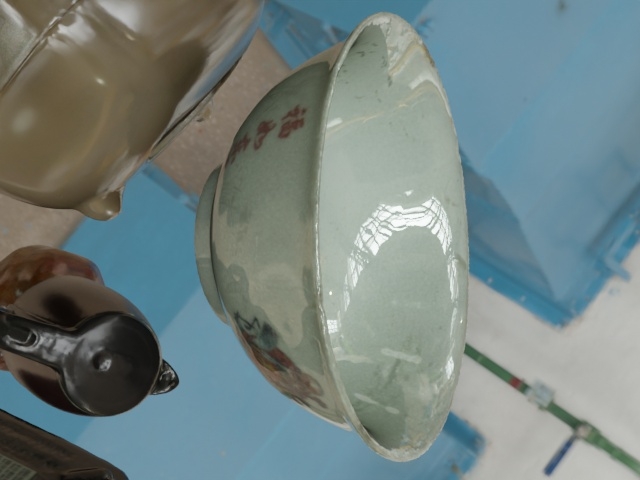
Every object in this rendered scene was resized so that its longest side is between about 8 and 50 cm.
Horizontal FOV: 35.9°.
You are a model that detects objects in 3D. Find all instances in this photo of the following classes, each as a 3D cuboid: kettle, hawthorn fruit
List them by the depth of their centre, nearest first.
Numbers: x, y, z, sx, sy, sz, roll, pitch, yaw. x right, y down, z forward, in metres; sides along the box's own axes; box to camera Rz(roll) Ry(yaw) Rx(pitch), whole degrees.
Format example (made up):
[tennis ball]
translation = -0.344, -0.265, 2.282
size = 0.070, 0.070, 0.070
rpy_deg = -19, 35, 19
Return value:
[kettle]
translation = -0.263, 0.102, 1.030
size = 0.202, 0.232, 0.144
rpy_deg = 28, 78, -23
[hawthorn fruit]
translation = -0.420, 0.101, 1.539
size = 0.208, 0.248, 0.208
rpy_deg = 1, 108, 3

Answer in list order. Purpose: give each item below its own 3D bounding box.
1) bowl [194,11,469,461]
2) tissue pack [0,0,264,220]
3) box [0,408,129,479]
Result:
[bowl]
translation = 0.000, 0.000, 0.995
size = 0.435, 0.196, 0.434
rpy_deg = -3, 90, -67
[tissue pack]
translation = -0.217, -0.210, 0.968
size = 0.267, 0.277, 0.387
rpy_deg = -44, -170, 32
[box]
translation = -0.394, 0.302, 1.099
size = 0.290, 0.289, 0.073
rpy_deg = -47, 157, -56
